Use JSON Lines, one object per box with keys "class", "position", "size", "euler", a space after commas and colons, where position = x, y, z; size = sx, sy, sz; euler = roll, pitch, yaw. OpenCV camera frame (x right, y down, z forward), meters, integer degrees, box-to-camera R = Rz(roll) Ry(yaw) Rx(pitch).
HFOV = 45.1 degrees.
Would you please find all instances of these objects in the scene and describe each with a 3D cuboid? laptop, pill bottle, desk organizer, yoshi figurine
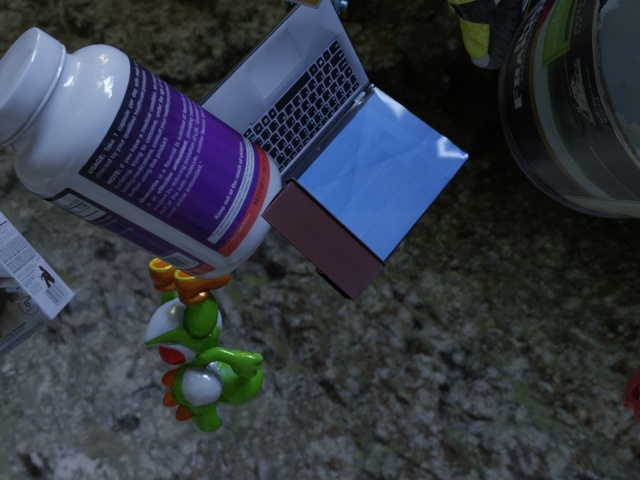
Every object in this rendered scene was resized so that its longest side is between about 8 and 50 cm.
{"class": "laptop", "position": [0.032, -0.194, 1.465], "size": [0.236, 0.382, 0.408], "euler": [25, -22, 42]}
{"class": "pill bottle", "position": [-0.210, -0.095, 0.871], "size": [0.323, 0.181, 0.181], "euler": [33, 2, -37]}
{"class": "desk organizer", "position": [0.000, 0.000, 0.777], "size": [0.130, 0.050, 0.047], "euler": [43, -8, -8]}
{"class": "yoshi figurine", "position": [-0.205, 0.194, 1.492], "size": [0.203, 0.203, 0.362], "euler": [-73, 159, -65]}

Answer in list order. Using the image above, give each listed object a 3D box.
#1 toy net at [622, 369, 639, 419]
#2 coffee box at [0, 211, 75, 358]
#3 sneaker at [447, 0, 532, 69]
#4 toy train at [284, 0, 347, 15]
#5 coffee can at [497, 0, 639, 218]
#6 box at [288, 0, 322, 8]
{"class": "toy net", "position": [0.240, 0.129, 0.526], "size": [0.045, 0.232, 0.122], "euler": [41, -31, -17]}
{"class": "coffee box", "position": [-0.594, 0.047, 1.311], "size": [0.297, 0.168, 0.119], "euler": [51, 13, -13]}
{"class": "sneaker", "position": [0.171, -0.348, 0.853], "size": [0.147, 0.145, 0.385], "euler": [15, -26, 20]}
{"class": "toy train", "position": [-0.009, -0.518, 1.654], "size": [0.190, 0.142, 0.334], "euler": [102, 0, -51]}
{"class": "coffee can", "position": [0.236, -0.108, 0.485], "size": [0.275, 0.201, 0.201], "euler": [-53, 120, -85]}
{"class": "box", "position": [-0.038, -0.388, 0.893], "size": [0.103, 0.114, 0.203], "euler": [133, -40, -53]}
